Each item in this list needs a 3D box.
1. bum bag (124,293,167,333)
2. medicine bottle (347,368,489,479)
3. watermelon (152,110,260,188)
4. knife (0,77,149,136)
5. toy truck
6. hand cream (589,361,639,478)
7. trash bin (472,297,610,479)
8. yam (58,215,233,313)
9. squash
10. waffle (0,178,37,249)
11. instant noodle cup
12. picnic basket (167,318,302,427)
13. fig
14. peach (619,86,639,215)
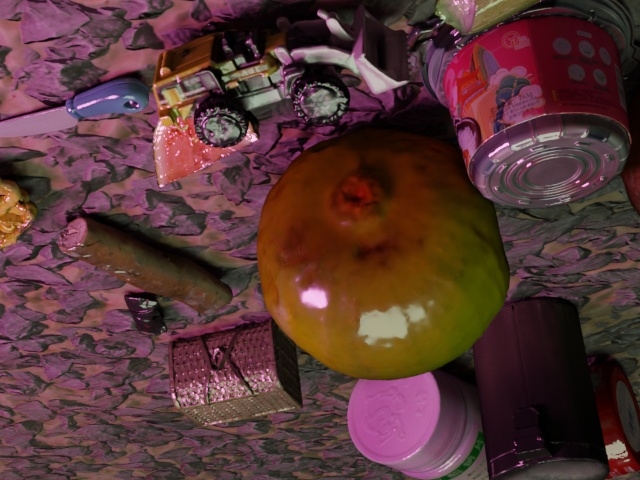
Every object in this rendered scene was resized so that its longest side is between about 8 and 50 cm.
[{"bbox_3d":[-0.281,0.121,2.011,0.058,0.034,0.124,5,153,9],"label":"bum bag"},{"bbox_3d":[0.224,0.357,2.372,0.212,0.212,0.325,-22,149,28],"label":"medicine bottle"},{"bbox_3d":[-0.138,-0.134,1.527,0.163,0.087,0.069,-22,179,30],"label":"watermelon"},{"bbox_3d":[-0.314,-0.150,1.507,0.244,0.032,0.058,-13,160,23],"label":"knife"},{"bbox_3d":[-0.046,-0.193,1.369,0.286,0.136,0.111,-14,131,12],"label":"toy truck"},{"bbox_3d":[0.535,0.356,2.419,0.149,0.230,0.230,-17,150,22],"label":"hand cream"},{"bbox_3d":[0.371,0.268,2.138,0.203,0.301,0.252,-16,148,20],"label":"trash bin"},{"bbox_3d":[-0.250,0.040,1.833,0.071,0.067,0.317,-10,154,37],"label":"yam"},{"bbox_3d":[0.223,-0.285,1.308,0.239,0.069,0.069,-24,147,30],"label":"squash"},{"bbox_3d":[-0.512,-0.029,1.663,0.281,0.060,0.262,-8,155,7],"label":"waffle"},{"bbox_3d":[0.254,-0.151,1.444,0.303,0.181,0.258,-2,151,-9],"label":"instant noodle cup"},{"bbox_3d":[-0.147,0.225,2.133,0.196,0.134,0.154,-12,150,13],"label":"picnic basket"},{"bbox_3d":[0.088,0.032,1.594,0.343,0.343,0.343,-5,152,-2],"label":"fig"},{"bbox_3d":[0.483,-0.109,1.524,0.252,0.252,0.252,-5,152,-2],"label":"peach"}]
